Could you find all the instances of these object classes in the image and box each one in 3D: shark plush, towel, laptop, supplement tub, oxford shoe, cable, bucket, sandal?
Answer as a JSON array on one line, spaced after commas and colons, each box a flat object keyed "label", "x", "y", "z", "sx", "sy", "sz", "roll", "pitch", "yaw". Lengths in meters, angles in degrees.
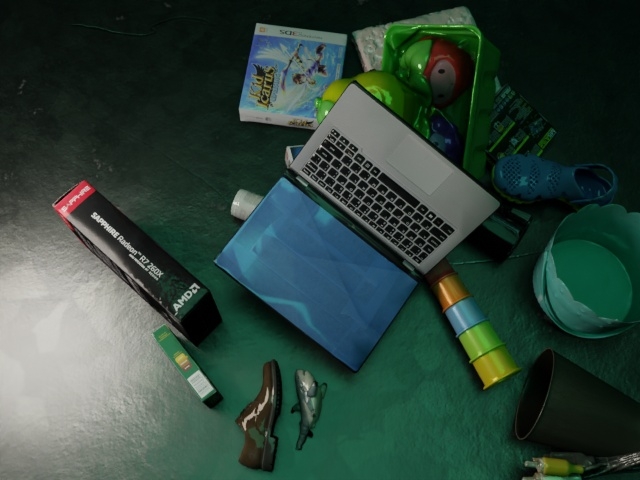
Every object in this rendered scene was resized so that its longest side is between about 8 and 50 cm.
[{"label": "shark plush", "x": -0.031, "y": 0.360, "z": 1.411, "sx": 0.067, "sy": 0.073, "sz": 0.161, "roll": 3, "pitch": 88, "yaw": 20}, {"label": "towel", "x": 0.282, "y": -0.457, "z": 1.730, "sx": 0.331, "sy": 0.053, "sz": 0.317, "roll": -15, "pitch": 69, "yaw": -9}, {"label": "laptop", "x": 0.070, "y": -0.017, "z": 1.323, "sx": 0.382, "sy": 0.408, "sz": 0.236, "roll": 38, "pitch": 39, "yaw": -4}, {"label": "supplement tub", "x": -0.148, "y": -0.072, "z": 1.552, "sx": 0.107, "sy": 0.071, "sz": 0.071, "roll": 22, "pitch": 69, "yaw": 6}, {"label": "oxford shoe", "x": -0.130, "y": 0.357, "z": 1.377, "sx": 0.096, "sy": 0.083, "sz": 0.227, "roll": 6, "pitch": 67, "yaw": 5}, {"label": "cable", "x": 0.544, "y": 0.463, "z": 1.301, "sx": 0.287, "sy": 0.139, "sz": 0.072, "roll": -4, "pitch": 45, "yaw": 14}, {"label": "bucket", "x": 0.616, "y": 0.076, "z": 1.461, "sx": 0.281, "sy": 0.183, "sz": 0.281, "roll": 0, "pitch": 68, "yaw": -1}, {"label": "sandal", "x": 0.558, "y": -0.144, "z": 1.545, "sx": 0.317, "sy": 0.138, "sz": 0.126, "roll": 7, "pitch": 79, "yaw": -7}]

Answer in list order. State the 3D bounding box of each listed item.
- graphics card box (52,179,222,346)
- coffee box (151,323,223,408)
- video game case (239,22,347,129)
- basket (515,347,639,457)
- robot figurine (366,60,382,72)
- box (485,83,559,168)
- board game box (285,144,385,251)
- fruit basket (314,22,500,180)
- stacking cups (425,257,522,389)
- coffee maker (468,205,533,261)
[{"label": "graphics card box", "x": -0.380, "y": 0.055, "z": 1.407, "sx": 0.371, "sy": 0.233, "sz": 0.094, "roll": 40, "pitch": 72, "yaw": 14}, {"label": "coffee box", "x": -0.280, "y": 0.265, "z": 1.391, "sx": 0.040, "sy": 0.113, "sz": 0.184, "roll": -38, "pitch": 73, "yaw": -14}, {"label": "video game case", "x": -0.067, "y": -0.421, "z": 1.698, "sx": 0.244, "sy": 0.061, "sz": 0.270, "roll": 7, "pitch": 69, "yaw": 2}, {"label": "basket", "x": 0.546, "y": 0.361, "z": 1.366, "sx": 0.227, "sy": 0.154, "sz": 0.204, "roll": 24, "pitch": 66, "yaw": 3}, {"label": "robot figurine", "x": 0.196, "y": -0.366, "z": 1.614, "sx": 0.211, "sy": 0.085, "sz": 0.291, "roll": 44, "pitch": 73, "yaw": 9}, {"label": "box", "x": 0.470, "y": -0.264, "z": 1.641, "sx": 0.184, "sy": 0.045, "sz": 0.191, "roll": 43, "pitch": 72, "yaw": -5}, {"label": "board game box", "x": 0.043, "y": -0.099, "z": 1.534, "sx": 0.193, "sy": 0.053, "sz": 0.305, "roll": -7, "pitch": 57, "yaw": -14}, {"label": "fruit basket", "x": 0.190, "y": -0.277, "z": 1.417, "sx": 0.283, "sy": 0.392, "sz": 0.392, "roll": 18, "pitch": 64, "yaw": 41}, {"label": "stacking cups", "x": 0.324, "y": 0.171, "z": 1.473, "sx": 0.096, "sy": 0.096, "sz": 0.316, "roll": -23, "pitch": 66, "yaw": -11}, {"label": "coffee maker", "x": 0.377, "y": -0.030, "z": 1.543, "sx": 0.178, "sy": 0.120, "sz": 0.171, "roll": 35, "pitch": 96, "yaw": 12}]
